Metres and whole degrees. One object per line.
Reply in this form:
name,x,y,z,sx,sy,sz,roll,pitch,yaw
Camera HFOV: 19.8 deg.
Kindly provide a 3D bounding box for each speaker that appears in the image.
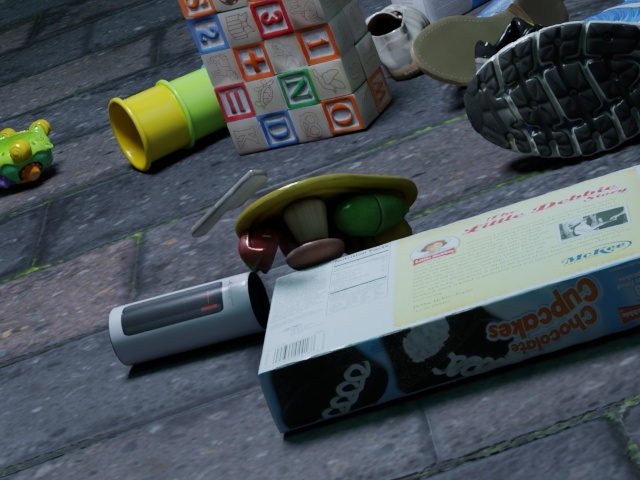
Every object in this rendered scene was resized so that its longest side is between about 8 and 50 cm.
speaker,-0.113,0.069,1.606,0.136,0.055,0.055,-15,20,16

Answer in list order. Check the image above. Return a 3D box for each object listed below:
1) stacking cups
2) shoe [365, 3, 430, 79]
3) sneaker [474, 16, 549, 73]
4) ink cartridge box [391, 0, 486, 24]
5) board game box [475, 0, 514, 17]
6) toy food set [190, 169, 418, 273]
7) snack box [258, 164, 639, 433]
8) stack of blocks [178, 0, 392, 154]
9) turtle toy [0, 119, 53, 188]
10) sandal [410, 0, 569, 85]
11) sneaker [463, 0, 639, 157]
stacking cups,-0.102,-0.192,2.233,0.316,0.096,0.096,-29,21,-23
shoe,0.093,-0.257,2.239,0.076,0.058,0.219,-34,20,8
sneaker,0.236,-0.209,1.959,0.170,0.075,0.063,-24,19,-9
ink cartridge box,0.145,-0.382,2.339,0.140,0.190,0.082,-30,21,-26
board game box,0.232,-0.274,2.219,0.090,0.020,0.090,-9,23,34
toy food set,0.000,0.000,1.584,0.218,0.071,0.128,1,-27,-42
snack box,0.116,0.042,1.434,0.322,0.060,0.187,-18,20,10
stack of blocks,-0.055,-0.259,2.053,0.171,0.297,0.087,-11,21,30
turtle toy,-0.391,-0.099,2.318,0.130,0.066,0.095,-14,21,21
sandal,0.178,-0.209,2.057,0.240,0.088,0.079,-27,-12,-37
sneaker,0.297,-0.166,1.756,0.330,0.129,0.147,-17,5,0
